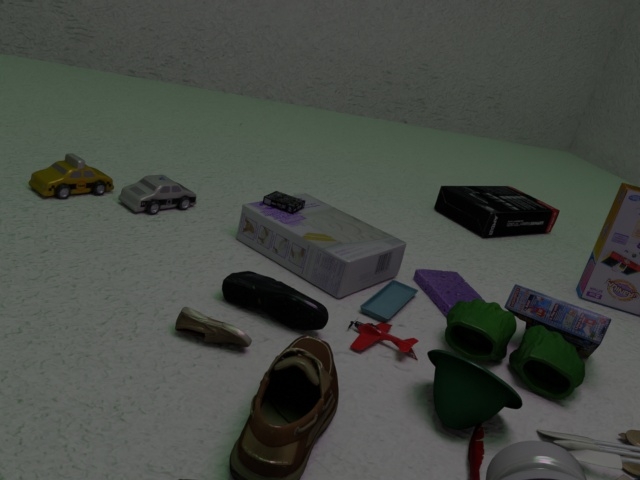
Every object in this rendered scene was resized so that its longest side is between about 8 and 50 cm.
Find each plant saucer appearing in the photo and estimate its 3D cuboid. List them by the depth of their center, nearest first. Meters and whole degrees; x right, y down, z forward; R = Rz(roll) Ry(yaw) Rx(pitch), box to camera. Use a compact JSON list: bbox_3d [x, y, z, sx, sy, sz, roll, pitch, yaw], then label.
[{"bbox_3d":[0.152,0.132,1.373,0.067,0.018,0.192,23,25,21],"label":"plant saucer"}]

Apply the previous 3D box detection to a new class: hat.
[{"bbox_3d":[0.209,0.295,1.010,0.173,0.183,0.208,28,-16,16],"label":"hat"}]

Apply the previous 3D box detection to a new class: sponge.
[{"bbox_3d":[0.311,0.129,1.457,0.117,0.031,0.210,5,24,-21],"label":"sponge"}]

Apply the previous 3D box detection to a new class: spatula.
[{"bbox_3d":[0.480,0.335,0.977,0.242,0.019,0.168,9,-7,5],"label":"spatula"}]

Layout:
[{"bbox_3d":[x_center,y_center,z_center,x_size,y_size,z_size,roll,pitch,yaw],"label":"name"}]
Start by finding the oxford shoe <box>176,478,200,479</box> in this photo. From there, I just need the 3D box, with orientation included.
[{"bbox_3d":[-0.017,0.324,0.679,0.348,0.123,0.130,15,17,-1],"label":"oxford shoe"}]

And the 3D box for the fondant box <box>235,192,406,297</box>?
[{"bbox_3d":[0.000,0.000,1.493,0.330,0.096,0.238,27,26,32],"label":"fondant box"}]

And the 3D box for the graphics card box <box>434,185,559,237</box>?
[{"bbox_3d":[0.591,-0.104,2.103,0.371,0.094,0.233,-3,28,-38],"label":"graphics card box"}]

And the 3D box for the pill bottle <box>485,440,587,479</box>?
[{"bbox_3d":[0.252,0.362,0.681,0.169,0.169,0.301,16,23,4],"label":"pill bottle"}]

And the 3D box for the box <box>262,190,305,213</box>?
[{"bbox_3d":[-0.087,-0.093,1.515,0.083,0.018,0.067,20,23,17],"label":"box"}]

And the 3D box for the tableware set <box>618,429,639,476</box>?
[{"bbox_3d":[0.566,0.376,1.037,0.141,0.020,0.168,-9,30,-45],"label":"tableware set"}]

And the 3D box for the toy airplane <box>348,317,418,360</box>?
[{"bbox_3d":[0.122,0.187,1.208,0.151,0.028,0.151,13,21,-5],"label":"toy airplane"}]

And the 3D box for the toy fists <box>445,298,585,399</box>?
[{"bbox_3d":[0.380,0.206,1.237,0.279,0.096,0.142,25,32,20],"label":"toy fists"}]

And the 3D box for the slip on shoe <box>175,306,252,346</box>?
[{"bbox_3d":[-0.185,0.159,1.078,0.135,0.051,0.041,24,63,4],"label":"slip on shoe"}]

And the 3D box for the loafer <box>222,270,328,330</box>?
[{"bbox_3d":[-0.082,0.108,1.208,0.223,0.076,0.078,18,30,19],"label":"loafer"}]

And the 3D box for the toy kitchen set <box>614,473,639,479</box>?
[{"bbox_3d":[0.468,0.385,0.819,0.207,0.122,0.166,-8,31,-42],"label":"toy kitchen set"}]

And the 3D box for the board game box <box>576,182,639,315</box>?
[{"bbox_3d":[0.840,0.036,1.622,0.242,0.316,0.064,18,22,7],"label":"board game box"}]

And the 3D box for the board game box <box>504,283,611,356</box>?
[{"bbox_3d":[0.489,0.165,1.319,0.194,0.060,0.194,25,-9,22],"label":"board game box"}]

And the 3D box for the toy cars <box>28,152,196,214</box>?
[{"bbox_3d":[-0.499,-0.146,1.548,0.393,0.087,0.176,10,23,-12],"label":"toy cars"}]

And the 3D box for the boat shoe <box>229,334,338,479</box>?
[{"bbox_3d":[-0.031,0.220,0.912,0.122,0.120,0.324,16,22,4],"label":"boat shoe"}]
